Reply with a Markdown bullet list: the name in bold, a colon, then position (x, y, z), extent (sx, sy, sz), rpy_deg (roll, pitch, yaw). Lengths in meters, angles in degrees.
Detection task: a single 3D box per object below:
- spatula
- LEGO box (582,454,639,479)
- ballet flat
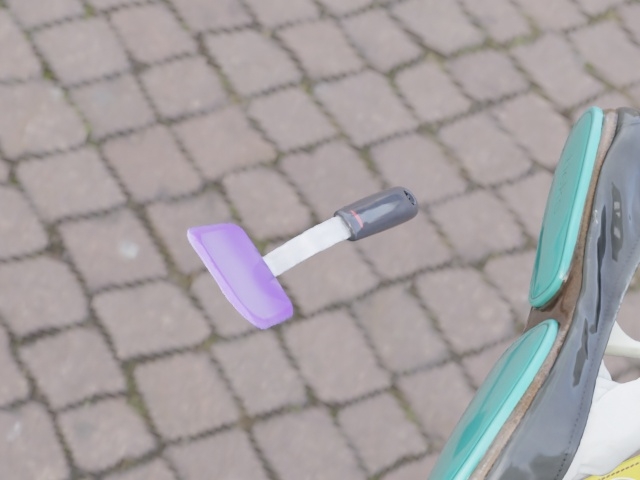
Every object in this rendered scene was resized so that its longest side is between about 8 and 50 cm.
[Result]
- **spatula**: position (0.000, 0.000, 1.420), extent (0.084, 0.030, 0.296), rpy_deg (57, 35, 7)
- **LEGO box**: position (0.218, 0.396, 1.731), extent (0.500, 0.372, 0.193), rpy_deg (-22, 54, -12)
- **ballet flat**: position (0.139, 0.055, 1.025), extent (0.096, 0.095, 0.280), rpy_deg (27, 69, -5)
